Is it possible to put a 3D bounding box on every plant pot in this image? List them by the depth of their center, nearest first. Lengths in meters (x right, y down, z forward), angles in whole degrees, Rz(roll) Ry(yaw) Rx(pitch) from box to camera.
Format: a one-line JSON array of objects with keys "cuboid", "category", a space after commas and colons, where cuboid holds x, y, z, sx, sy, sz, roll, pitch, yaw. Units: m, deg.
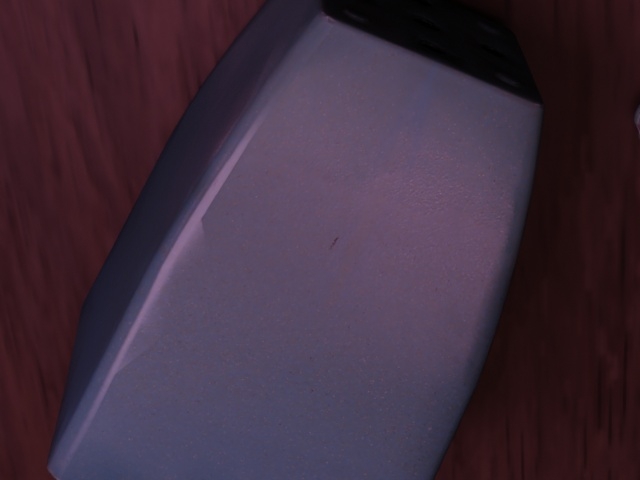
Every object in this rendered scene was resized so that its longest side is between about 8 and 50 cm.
[{"cuboid": [0.000, 0.000, 0.762, 0.165, 0.166, 0.234, 21, 112, -12], "category": "plant pot"}]

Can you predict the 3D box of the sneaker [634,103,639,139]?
[{"cuboid": [0.191, -0.026, 0.787, 0.098, 0.069, 0.038, 38, 116, -20], "category": "sneaker"}]
